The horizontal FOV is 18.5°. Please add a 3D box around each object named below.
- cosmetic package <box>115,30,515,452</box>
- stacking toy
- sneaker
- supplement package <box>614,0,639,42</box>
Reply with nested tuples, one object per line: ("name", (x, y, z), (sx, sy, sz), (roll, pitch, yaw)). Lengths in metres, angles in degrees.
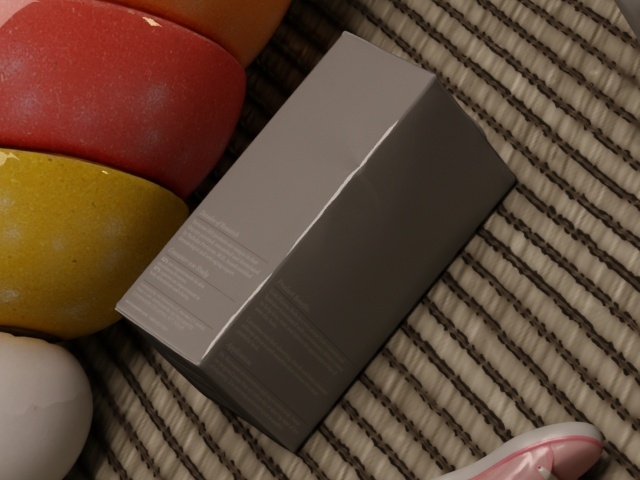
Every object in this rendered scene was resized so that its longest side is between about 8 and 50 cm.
("cosmetic package", (0.000, 0.000, 1.253), (0.107, 0.127, 0.238), (28, 75, 44))
("stacking toy", (-0.198, -0.055, 1.354), (0.350, 0.350, 0.480), (0, 73, 35))
("sneaker", (0.106, 0.157, 1.115), (0.134, 0.051, 0.070), (-26, 53, 16))
("supplement package", (0.301, -0.198, 1.179), (0.134, 0.139, 0.244), (18, 69, 41))
